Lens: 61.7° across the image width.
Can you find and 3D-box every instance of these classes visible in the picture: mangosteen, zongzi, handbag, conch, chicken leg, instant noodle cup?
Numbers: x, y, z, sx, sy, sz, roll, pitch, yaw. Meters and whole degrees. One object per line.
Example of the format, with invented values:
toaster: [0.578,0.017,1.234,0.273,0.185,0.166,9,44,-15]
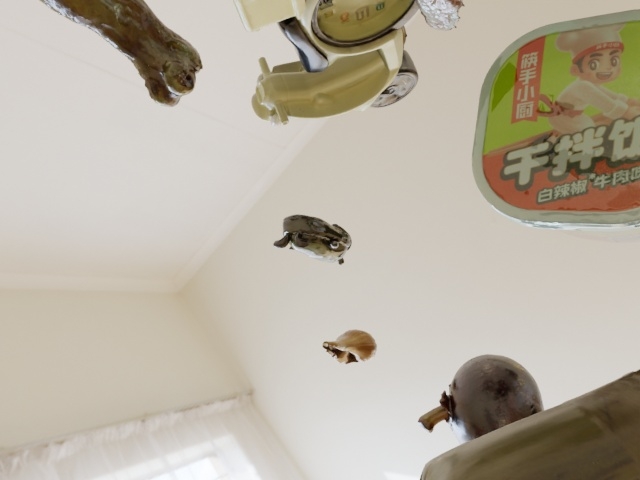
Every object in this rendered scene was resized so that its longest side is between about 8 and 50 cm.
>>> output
mangosteen: [0.339,0.365,1.150,0.261,0.235,0.235,-6,-25,6]
zongzi: [0.223,0.225,0.325,0.260,0.289,0.123,-25,1,0]
handbag: [0.000,0.000,0.654,0.072,0.047,0.111,-3,-17,40]
conch: [0.081,0.297,1.538,0.109,0.093,0.330,-23,-28,24]
chicken leg: [-0.298,-0.362,0.706,0.361,0.140,0.211,36,-108,-32]
instant noodle cup: [0.395,-0.119,0.757,0.294,0.294,0.308,-47,-32,18]

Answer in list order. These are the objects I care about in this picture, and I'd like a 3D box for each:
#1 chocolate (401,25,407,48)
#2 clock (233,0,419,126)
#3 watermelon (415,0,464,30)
chocolate: [0.112,-0.436,1.178,0.086,0.085,0.219,-36,19,-5]
clock: [0.016,-0.282,0.758,0.276,0.120,0.379,-19,-19,-1]
watermelon: [0.085,-0.256,0.424,0.094,0.154,0.241,-70,-19,-3]
